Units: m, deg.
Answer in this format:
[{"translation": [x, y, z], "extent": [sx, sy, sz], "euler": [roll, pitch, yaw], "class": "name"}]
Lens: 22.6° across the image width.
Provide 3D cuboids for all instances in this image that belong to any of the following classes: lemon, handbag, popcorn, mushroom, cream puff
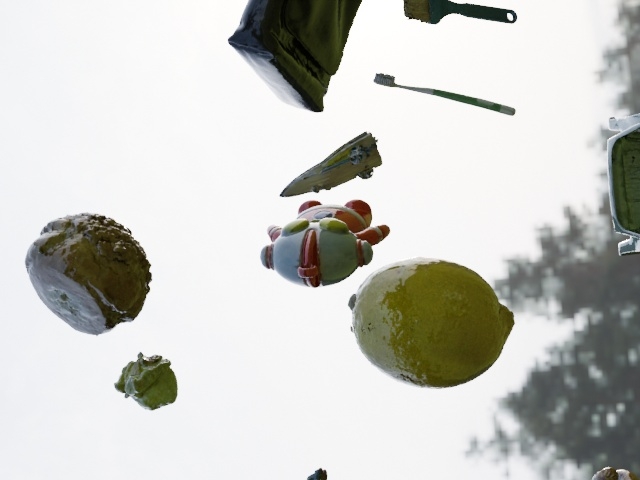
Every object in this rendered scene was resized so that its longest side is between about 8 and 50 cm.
[{"translation": [0.186, 0.143, 2.770], "extent": [0.236, 0.263, 0.235], "euler": [-39, -43, -50], "class": "lemon"}, {"translation": [-0.025, -0.296, 1.995], "extent": [0.247, 0.080, 0.223], "euler": [41, -114, -68], "class": "handbag"}, {"translation": [-0.184, 0.151, 1.736], "extent": [0.059, 0.068, 0.083], "euler": [-62, -9, -10], "class": "popcorn"}, {"translation": [0.390, 0.337, 2.103], "extent": [0.088, 0.073, 0.129], "euler": [-59, -21, -21], "class": "mushroom"}, {"translation": [-0.264, 0.032, 1.867], "extent": [0.150, 0.165, 0.115], "euler": [38, -118, -11], "class": "cream puff"}]

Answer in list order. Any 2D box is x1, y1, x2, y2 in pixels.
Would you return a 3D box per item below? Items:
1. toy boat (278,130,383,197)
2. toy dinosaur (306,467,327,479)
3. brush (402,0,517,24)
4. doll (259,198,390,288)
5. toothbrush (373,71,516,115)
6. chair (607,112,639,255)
[{"translation": [0.020, -0.124, 2.903], "extent": [0.084, 0.210, 0.066], "euler": [66, 179, -53], "class": "toy boat"}, {"translation": [-0.020, 0.383, 2.237], "extent": [0.055, 0.049, 0.154], "euler": [-2, -64, -55], "class": "toy dinosaur"}, {"translation": [0.175, -0.287, 1.993], "extent": [0.164, 0.014, 0.051], "euler": [5, -105, -26], "class": "brush"}, {"translation": [0.000, 0.000, 2.484], "extent": [0.336, 0.200, 0.105], "euler": [-62, -29, -71], "class": "doll"}, {"translation": [0.218, -0.256, 2.815], "extent": [0.024, 0.257, 0.018], "euler": [100, -174, -49], "class": "toothbrush"}, {"translation": [0.500, -0.083, 2.280], "extent": [0.275, 0.191, 0.203], "euler": [-177, 82, -77], "class": "chair"}]
